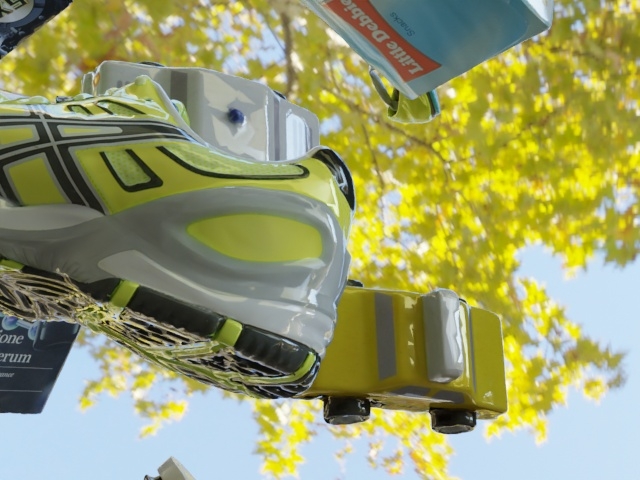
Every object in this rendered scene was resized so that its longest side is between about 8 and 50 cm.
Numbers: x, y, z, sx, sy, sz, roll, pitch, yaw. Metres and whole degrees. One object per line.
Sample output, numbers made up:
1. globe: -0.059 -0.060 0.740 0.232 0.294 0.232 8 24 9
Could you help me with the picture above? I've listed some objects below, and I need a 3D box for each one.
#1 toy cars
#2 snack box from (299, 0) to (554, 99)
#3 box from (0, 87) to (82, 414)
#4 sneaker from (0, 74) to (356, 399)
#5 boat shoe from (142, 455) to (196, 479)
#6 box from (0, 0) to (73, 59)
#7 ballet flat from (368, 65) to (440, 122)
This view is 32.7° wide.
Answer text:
1. toy cars: 0.000 0.000 0.772 0.393 0.087 0.176 47 -127 -6
2. snack box: 0.014 -0.225 0.366 0.060 0.187 0.322 -23 -139 40
3. box: -0.453 0.010 1.417 0.212 0.293 0.395 34 -77 35
4. sneaker: -0.158 -0.030 0.678 0.385 0.145 0.147 21 -112 10
5. boat shoe: -0.092 0.370 1.072 0.097 0.116 0.324 -35 -105 -8
6. box: -0.360 -0.251 1.092 0.180 0.147 0.077 -42 -116 -15
7. ballet flat: 0.092 -0.225 1.296 0.077 0.231 0.077 -7 -130 9
